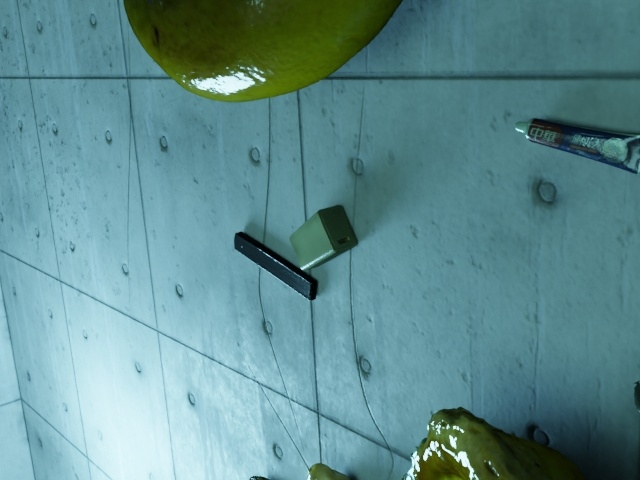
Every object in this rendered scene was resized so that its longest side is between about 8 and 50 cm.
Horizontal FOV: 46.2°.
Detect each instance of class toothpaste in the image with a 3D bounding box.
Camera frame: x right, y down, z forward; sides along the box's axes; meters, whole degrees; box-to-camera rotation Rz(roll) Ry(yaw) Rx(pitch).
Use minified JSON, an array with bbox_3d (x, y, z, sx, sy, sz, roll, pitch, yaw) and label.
[{"bbox_3d":[0.243,-0.094,0.704,0.140,0.021,0.037,24,122,42],"label":"toothpaste"}]

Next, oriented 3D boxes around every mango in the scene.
[{"bbox_3d":[-0.049,-0.320,0.840,0.445,0.220,0.302,-14,85,42],"label":"mango"}]

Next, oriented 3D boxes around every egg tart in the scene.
[{"bbox_3d":[0.206,0.318,0.756,0.341,0.129,0.341,168,90,-76],"label":"egg tart"}]

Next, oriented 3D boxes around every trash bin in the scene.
[{"bbox_3d":[0.000,0.000,1.014,0.092,0.043,0.061,-36,74,51],"label":"trash bin"}]

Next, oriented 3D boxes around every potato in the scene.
[{"bbox_3d":[0.015,0.368,1.106,0.083,0.062,0.068,43,109,-5],"label":"potato"}]

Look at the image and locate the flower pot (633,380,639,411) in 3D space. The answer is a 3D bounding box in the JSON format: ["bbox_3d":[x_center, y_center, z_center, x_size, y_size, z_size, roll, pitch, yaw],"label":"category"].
[{"bbox_3d":[0.357,0.120,0.508,0.235,0.235,0.141,-14,112,52],"label":"flower pot"}]

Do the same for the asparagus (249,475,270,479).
[{"bbox_3d":[-0.066,0.432,1.252,0.165,0.030,0.036,16,142,46],"label":"asparagus"}]

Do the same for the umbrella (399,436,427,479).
[{"bbox_3d":[0.132,0.312,0.952,0.067,0.062,0.144,15,117,14],"label":"umbrella"}]

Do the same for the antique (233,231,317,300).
[{"bbox_3d":[-0.070,0.036,1.134,0.192,0.015,0.031,31,123,40],"label":"antique"}]
